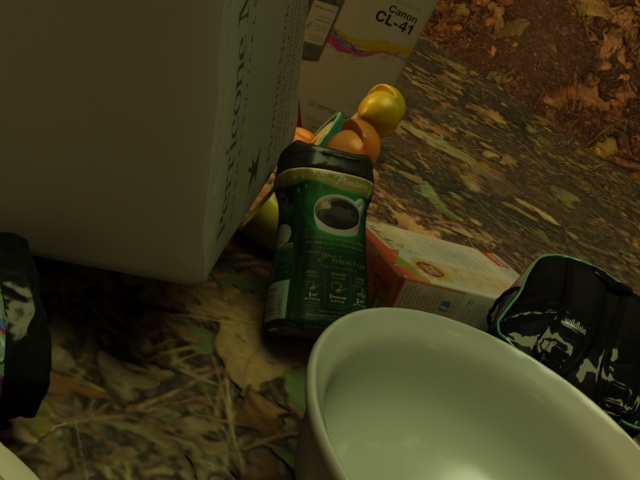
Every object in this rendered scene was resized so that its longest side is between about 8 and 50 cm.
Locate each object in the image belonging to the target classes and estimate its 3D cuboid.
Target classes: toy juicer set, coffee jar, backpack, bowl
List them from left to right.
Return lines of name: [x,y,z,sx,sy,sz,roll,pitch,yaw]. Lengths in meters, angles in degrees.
backpack: [-0.263,0.043,0.469,0.182,0.115,0.152,5,36,-36]
coffee jar: [0.000,0.000,0.750,0.096,0.079,0.184,11,73,-23]
toy juicer set: [0.010,-0.124,0.956,0.089,0.209,0.329,41,24,-9]
bowl: [0.096,0.189,0.538,0.298,0.134,0.298,24,25,-12]
backpack: [0.234,0.109,0.761,0.166,0.144,0.188,30,47,9]

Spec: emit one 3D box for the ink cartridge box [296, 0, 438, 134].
ink cartridge box: [0.021,-0.321,1.229,0.226,0.306,0.131,19,26,-19]

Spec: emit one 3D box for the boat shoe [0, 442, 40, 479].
boat shoe: [-0.165,0.164,0.379,0.227,0.079,0.081,37,21,10]

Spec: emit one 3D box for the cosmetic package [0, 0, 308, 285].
cosmetic package: [-0.191,-0.210,0.683,0.328,0.329,0.393,11,25,5]

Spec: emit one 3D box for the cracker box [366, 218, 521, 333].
cracker box: [0.143,0.054,0.906,0.232,0.067,0.155,14,20,-27]
